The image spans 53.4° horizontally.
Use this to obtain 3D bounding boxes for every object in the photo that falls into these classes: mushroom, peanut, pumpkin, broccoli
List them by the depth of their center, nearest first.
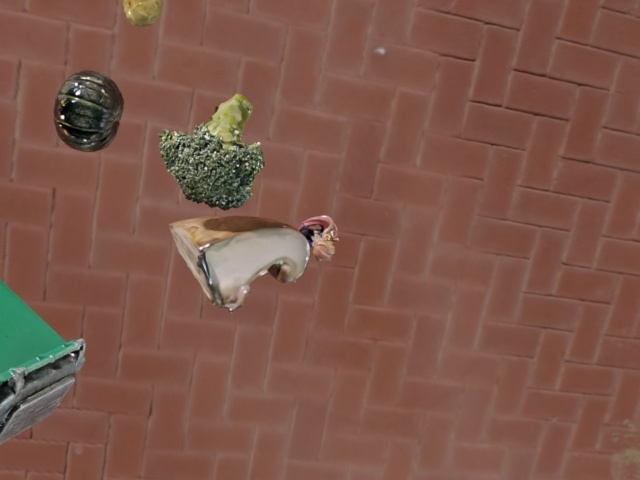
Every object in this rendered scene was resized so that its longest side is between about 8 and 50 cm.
[{"bbox_3d":[-0.436,-0.643,1.615,0.098,0.103,0.229,10,67,2],"label":"peanut"},{"bbox_3d":[-0.236,-0.238,1.644,0.252,0.361,0.221,37,129,2],"label":"broccoli"},{"bbox_3d":[-0.634,-0.352,1.745,0.162,0.220,0.220,19,101,-3],"label":"pumpkin"},{"bbox_3d":[-0.257,0.005,1.824,0.314,0.397,0.224,-26,118,-22],"label":"mushroom"}]

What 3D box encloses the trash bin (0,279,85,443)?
[{"bbox_3d":[-0.745,0.233,1.413,0.381,0.259,0.295,45,118,8],"label":"trash bin"}]

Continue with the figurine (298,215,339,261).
[{"bbox_3d":[0.007,-0.003,1.934,0.114,0.157,0.126,-10,132,-28],"label":"figurine"}]
